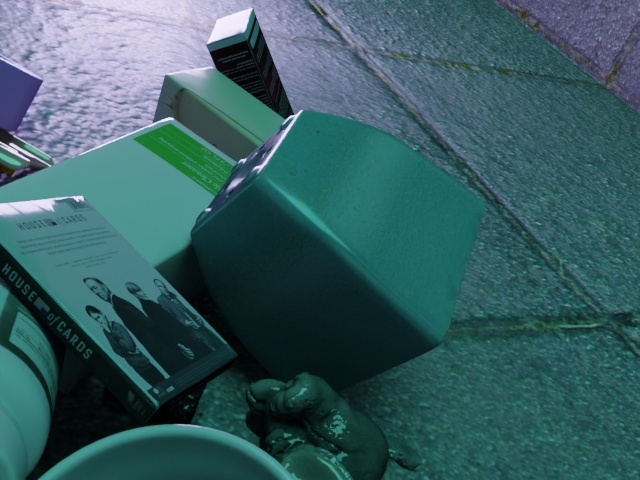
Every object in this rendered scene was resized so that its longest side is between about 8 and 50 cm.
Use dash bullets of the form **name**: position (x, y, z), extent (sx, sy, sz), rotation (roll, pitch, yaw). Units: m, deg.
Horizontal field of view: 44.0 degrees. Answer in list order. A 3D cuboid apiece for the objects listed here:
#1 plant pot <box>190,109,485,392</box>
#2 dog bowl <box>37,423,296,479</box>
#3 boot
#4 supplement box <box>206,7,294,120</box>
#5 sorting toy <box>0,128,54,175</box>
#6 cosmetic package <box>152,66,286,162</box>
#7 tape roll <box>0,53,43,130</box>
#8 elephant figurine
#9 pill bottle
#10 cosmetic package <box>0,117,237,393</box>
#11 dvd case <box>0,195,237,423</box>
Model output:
- **plant pot**: position (0.000, 0.000, 0.935), extent (0.252, 0.248, 0.247), rotation (42, 44, -15)
- **dog bowl**: position (-0.119, 0.282, 0.598), extent (0.265, 0.104, 0.264), rotation (-1, 51, 1)
- **boot**: position (-0.178, 0.155, 0.900), extent (0.099, 0.045, 0.121), rotation (21, 39, 1)
- **supplement box**: position (-0.112, -0.264, 1.379), extent (0.073, 0.239, 0.130), rotation (-15, 32, 12)
- **sorting toy**: position (-0.467, -0.134, 1.080), extent (0.348, 0.047, 0.196), rotation (30, 1, -9)
- **cosmetic package**: position (-0.120, -0.124, 1.237), extent (0.309, 0.160, 0.113), rotation (37, 35, 23)
- **tape roll**: position (-0.541, -0.260, 1.122), extent (0.275, 0.090, 0.275), rotation (29, 1, -1)
- **elephant figurine**: position (-0.035, 0.263, 0.762), extent (0.169, 0.186, 0.239), rotation (57, 33, -29)
- **pill bottle**: position (-0.300, 0.118, 0.654), extent (0.161, 0.161, 0.283), rotation (13, 20, -16)
- **cosmetic package**: position (-0.245, -0.001, 0.984), extent (0.197, 0.155, 0.365), rotation (35, 33, 9)
- **dvd case**: position (-0.197, 0.052, 0.737), extent (0.239, 0.029, 0.179), rotation (43, 15, 8)
